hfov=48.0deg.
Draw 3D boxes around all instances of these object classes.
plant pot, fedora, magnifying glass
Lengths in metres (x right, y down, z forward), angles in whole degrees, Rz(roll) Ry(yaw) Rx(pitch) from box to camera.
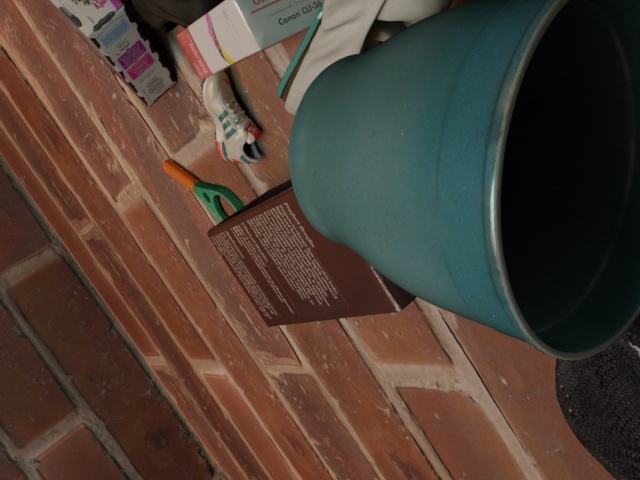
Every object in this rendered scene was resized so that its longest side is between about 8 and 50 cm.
[{"bbox_3d":[0.120,-0.069,0.594,0.255,0.271,0.272,14,133,48],"label":"plant pot"},{"bbox_3d":[0.320,0.135,0.661,0.334,0.152,0.334,37,148,28],"label":"fedora"},{"bbox_3d":[-0.215,-0.087,1.341,0.231,0.026,0.092,37,148,29],"label":"magnifying glass"}]

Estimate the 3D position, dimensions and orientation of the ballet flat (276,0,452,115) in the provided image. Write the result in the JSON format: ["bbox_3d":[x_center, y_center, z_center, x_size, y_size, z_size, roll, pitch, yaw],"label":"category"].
[{"bbox_3d":[0.059,-0.228,0.693,0.139,0.139,0.400,49,156,8],"label":"ballet flat"}]

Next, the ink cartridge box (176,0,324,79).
[{"bbox_3d":[-0.071,-0.257,0.837,0.198,0.115,0.067,-2,119,58],"label":"ink cartridge box"}]

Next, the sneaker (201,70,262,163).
[{"bbox_3d":[-0.125,-0.183,1.080,0.075,0.057,0.161,15,136,25],"label":"sneaker"}]

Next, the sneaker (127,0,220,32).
[{"bbox_3d":[-0.245,-0.362,0.999,0.286,0.109,0.130,37,154,30],"label":"sneaker"}]

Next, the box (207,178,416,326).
[{"bbox_3d":[0.000,0.000,1.003,0.191,0.143,0.381,58,153,-8],"label":"box"}]

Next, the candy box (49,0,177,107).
[{"bbox_3d":[-0.329,-0.323,1.106,0.159,0.071,0.233,45,176,15],"label":"candy box"}]
